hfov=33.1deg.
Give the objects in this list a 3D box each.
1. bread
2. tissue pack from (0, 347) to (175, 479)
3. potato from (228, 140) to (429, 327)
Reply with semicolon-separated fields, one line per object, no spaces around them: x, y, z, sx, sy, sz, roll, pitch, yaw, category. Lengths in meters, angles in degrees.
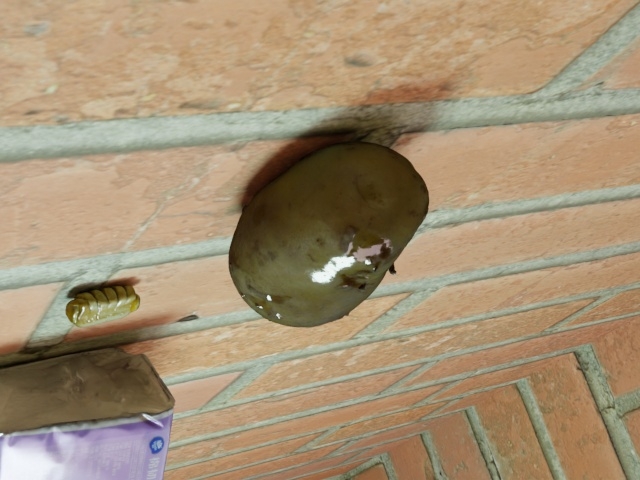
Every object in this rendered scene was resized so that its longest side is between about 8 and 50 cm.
-0.250;0.072;1.234;0.088;0.034;0.049;-13;148;-31;bread
-0.347;0.324;1.455;0.242;0.160;0.338;-3;122;-29;tissue pack
0.000;0.000;1.090;0.165;0.165;0.262;-2;152;-43;potato
